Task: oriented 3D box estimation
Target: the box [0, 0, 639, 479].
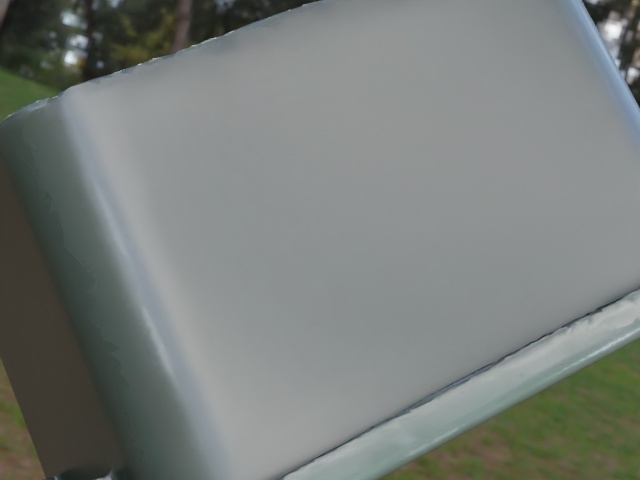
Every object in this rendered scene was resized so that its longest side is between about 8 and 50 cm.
[{"bbox_3d":[0.000,0.000,0.462,0.243,0.135,0.163,-23,0,-25],"label":"box"}]
